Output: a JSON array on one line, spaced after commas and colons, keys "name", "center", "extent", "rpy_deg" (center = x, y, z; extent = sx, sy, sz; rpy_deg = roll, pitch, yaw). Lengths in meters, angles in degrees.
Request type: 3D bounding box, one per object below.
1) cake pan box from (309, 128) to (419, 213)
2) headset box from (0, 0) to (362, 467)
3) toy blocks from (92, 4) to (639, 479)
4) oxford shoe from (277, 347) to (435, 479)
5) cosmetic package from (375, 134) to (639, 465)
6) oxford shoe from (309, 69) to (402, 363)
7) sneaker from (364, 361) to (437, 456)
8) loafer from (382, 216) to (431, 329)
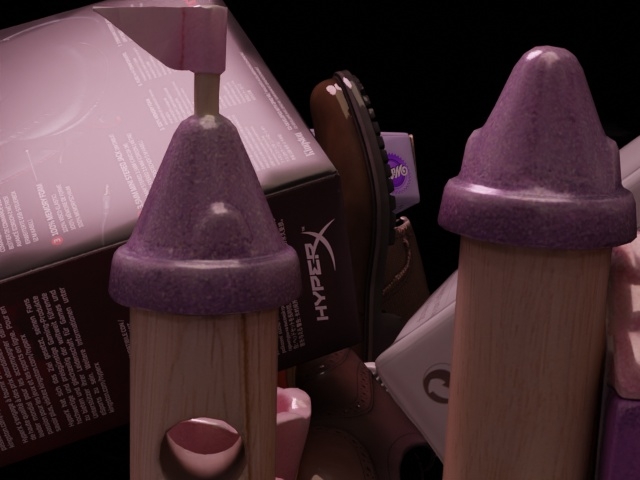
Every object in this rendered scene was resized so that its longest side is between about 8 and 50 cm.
[{"name": "cake pan box", "center": [-0.090, -0.025, 1.067], "extent": [0.246, 0.070, 0.267], "rpy_deg": [2, -16, -33]}, {"name": "headset box", "center": [-0.156, -0.006, 0.625], "extent": [0.293, 0.110, 0.218], "rpy_deg": [-19, 40, -12]}, {"name": "toy blocks", "center": [0.073, 0.076, 0.346], "extent": [0.289, 0.260, 0.309], "rpy_deg": [4, 11, 1]}, {"name": "oxford shoe", "center": [0.004, 0.108, 0.660], "extent": [0.098, 0.097, 0.271], "rpy_deg": [20, 17, -2]}, {"name": "cosmetic package", "center": [0.234, -0.013, 0.589], "extent": [0.385, 0.156, 0.217], "rpy_deg": [-36, -2, 19]}, {"name": "oxford shoe", "center": [0.000, 0.000, 0.821], "extent": [0.096, 0.227, 0.083], "rpy_deg": [0, -9, -5]}, {"name": "sneaker", "center": [0.075, 0.104, 0.772], "extent": [0.134, 0.051, 0.070], "rpy_deg": [9, 5, 30]}, {"name": "loafer", "center": [-0.094, 0.024, 0.910], "extent": [0.366, 0.130, 0.134], "rpy_deg": [2, 10, -11]}]
